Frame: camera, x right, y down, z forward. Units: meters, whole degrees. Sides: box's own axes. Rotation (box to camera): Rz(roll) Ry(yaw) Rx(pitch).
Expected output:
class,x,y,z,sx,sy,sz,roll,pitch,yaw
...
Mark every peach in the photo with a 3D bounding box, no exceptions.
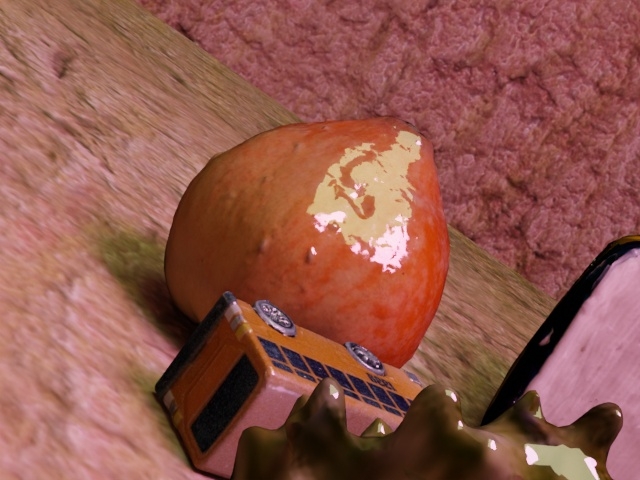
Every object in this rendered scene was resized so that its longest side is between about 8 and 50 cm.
class,x,y,z,sx,sy,sz,roll,pitch,yaw
peach,0.000,0.000,0.890,0.232,0.232,0.232,36,11,-8

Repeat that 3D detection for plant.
class,x,y,z,sx,sy,sz,roll,pitch,yaw
plant,0.055,0.216,0.551,0.251,0.333,0.180,7,48,11

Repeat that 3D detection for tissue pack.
class,x,y,z,sx,sy,sz,roll,pitch,yaw
tissue pack,0.335,0.156,1.200,0.253,0.264,0.416,38,11,11

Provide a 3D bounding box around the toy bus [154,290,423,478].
class,x,y,z,sx,sy,sz,roll,pitch,yaw
toy bus,-0.002,0.115,0.753,0.182,0.091,0.103,27,16,-37
